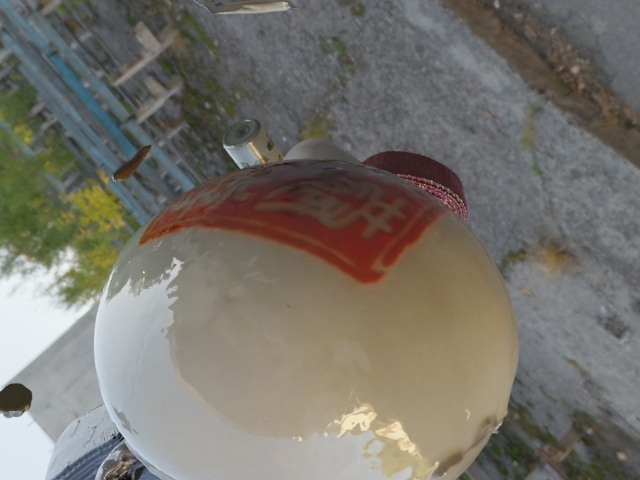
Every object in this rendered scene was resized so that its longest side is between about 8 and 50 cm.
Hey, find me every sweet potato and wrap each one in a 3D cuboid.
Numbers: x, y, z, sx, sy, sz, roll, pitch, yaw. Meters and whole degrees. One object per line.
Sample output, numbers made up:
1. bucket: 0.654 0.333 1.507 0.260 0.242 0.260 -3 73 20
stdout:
1. sweet potato: -0.320 -0.128 1.179 0.026 0.115 0.026 11 130 14

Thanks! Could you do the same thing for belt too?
1. belt: 0.153 -0.070 1.197 0.200 0.128 0.124 15 -150 -4

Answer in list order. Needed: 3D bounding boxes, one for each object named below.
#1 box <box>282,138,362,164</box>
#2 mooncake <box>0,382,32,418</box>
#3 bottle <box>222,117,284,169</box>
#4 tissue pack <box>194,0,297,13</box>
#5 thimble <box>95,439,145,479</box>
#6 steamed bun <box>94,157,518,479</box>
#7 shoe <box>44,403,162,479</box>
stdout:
1. box: 0.000 0.000 1.353 0.288 0.349 0.141 32 171 -19
2. mooncake: -0.609 0.341 1.070 0.150 0.346 0.057 55 158 37
3. bottle: -0.156 -0.208 1.907 0.120 0.120 0.253 40 169 46
4. tissue pack: -0.156 -0.474 1.353 0.122 0.193 0.026 51 143 35
5. thimble: -0.295 0.460 1.242 0.217 0.246 0.157 7 175 -2
6. steamed bun: -0.013 0.052 0.623 0.374 0.374 0.242 37 133 56
7. shoe: -0.462 0.502 1.640 0.237 0.384 0.171 34 -146 -32
